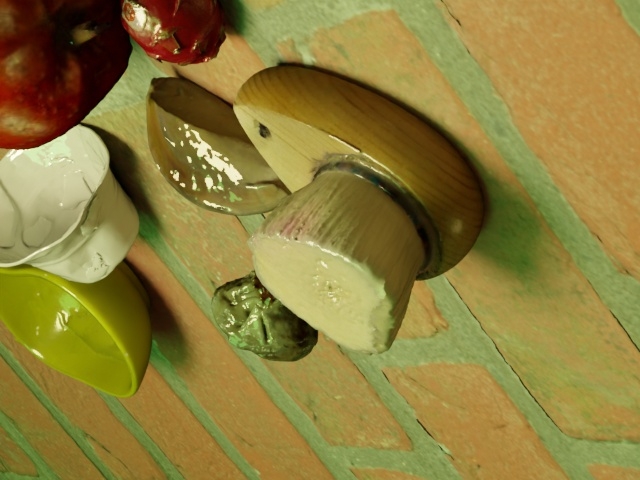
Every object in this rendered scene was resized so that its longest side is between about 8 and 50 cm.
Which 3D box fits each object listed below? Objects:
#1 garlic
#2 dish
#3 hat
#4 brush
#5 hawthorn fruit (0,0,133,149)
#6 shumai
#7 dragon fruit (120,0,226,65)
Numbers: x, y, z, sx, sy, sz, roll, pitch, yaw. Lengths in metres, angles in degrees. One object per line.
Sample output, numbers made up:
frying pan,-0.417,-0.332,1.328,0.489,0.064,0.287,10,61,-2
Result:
garlic,-0.099,-0.079,1.827,0.196,0.087,0.101,35,140,21
dish,-0.304,0.079,2.302,0.262,0.108,0.221,12,140,43
hat,-0.289,-0.027,2.085,0.203,0.203,0.126,16,162,42
brush,0.005,-0.038,1.654,0.267,0.166,0.174,38,153,13
hawthorn fruit,-0.295,-0.210,1.724,0.300,0.254,0.254,2,132,49
shumai,-0.049,0.066,1.973,0.124,0.099,0.087,23,133,-11
dragon fruit,-0.150,-0.239,1.659,0.094,0.094,0.190,12,135,46
